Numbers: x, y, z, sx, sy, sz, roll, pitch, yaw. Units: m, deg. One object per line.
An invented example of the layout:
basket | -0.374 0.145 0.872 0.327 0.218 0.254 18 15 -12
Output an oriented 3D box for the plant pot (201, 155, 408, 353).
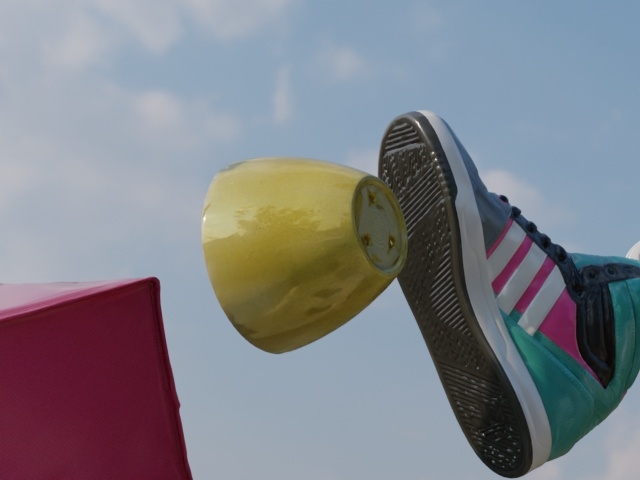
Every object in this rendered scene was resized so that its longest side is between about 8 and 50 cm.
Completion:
plant pot | 0.000 0.000 1.113 0.095 0.134 0.134 -15 -25 32

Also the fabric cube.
fabric cube | -0.254 0.170 1.146 0.254 0.259 0.258 -12 4 -33

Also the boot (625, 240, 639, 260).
boot | 0.419 -0.004 1.635 0.258 0.095 0.123 -8 -29 11

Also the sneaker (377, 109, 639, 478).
sneaker | 0.169 0.022 1.351 0.178 0.296 0.124 -17 -3 -32
